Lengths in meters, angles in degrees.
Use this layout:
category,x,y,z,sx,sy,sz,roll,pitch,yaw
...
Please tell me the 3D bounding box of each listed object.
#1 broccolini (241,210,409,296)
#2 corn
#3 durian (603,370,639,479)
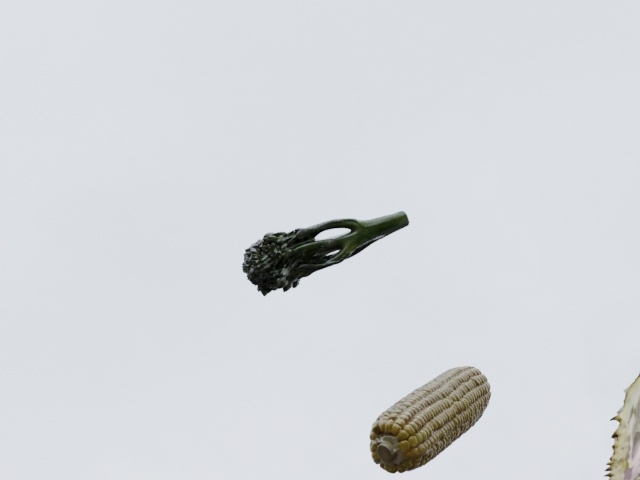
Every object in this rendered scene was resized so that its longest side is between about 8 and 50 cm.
category,x,y,z,sx,sy,sz,roll,pitch,yaw
broccolini,0.009,0.010,1.897,0.203,0.068,0.091,-16,-52,-5
corn,0.110,0.179,1.668,0.068,0.207,0.068,9,-72,28
durian,0.402,0.194,1.646,0.250,0.183,0.138,-35,-55,12
